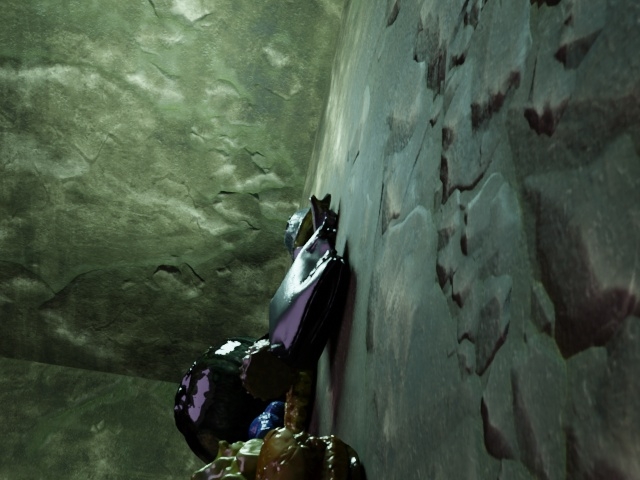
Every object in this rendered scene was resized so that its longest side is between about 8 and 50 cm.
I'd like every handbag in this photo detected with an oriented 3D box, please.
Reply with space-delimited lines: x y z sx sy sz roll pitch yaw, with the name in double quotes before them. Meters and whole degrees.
"handbag" -0.020 0.126 1.645 0.342 0.152 0.288 -104 36 -67

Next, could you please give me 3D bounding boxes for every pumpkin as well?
"pumpkin" -0.274 0.548 2.195 0.454 0.344 0.454 -37 -45 -48

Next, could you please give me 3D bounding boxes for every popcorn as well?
"popcorn" -0.148 0.589 1.495 0.334 0.292 0.293 -161 69 -77

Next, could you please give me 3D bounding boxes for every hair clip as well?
"hair clip" 0.000 0.000 1.944 0.106 0.085 0.292 175 99 -81

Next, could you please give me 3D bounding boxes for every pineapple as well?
"pineapple" -0.152 0.349 1.867 0.340 0.169 0.169 -176 97 -85

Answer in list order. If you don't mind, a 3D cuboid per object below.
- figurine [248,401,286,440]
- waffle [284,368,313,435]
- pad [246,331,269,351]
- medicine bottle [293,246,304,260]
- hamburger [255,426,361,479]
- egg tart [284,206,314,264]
"figurine" -0.148 0.562 1.953 0.262 0.121 0.164 5 -93 -84
"waffle" -0.055 0.415 1.816 0.229 0.057 0.219 -103 25 -78
"pad" -0.111 0.257 1.957 0.004 0.267 0.181 54 162 9
"medicine bottle" -0.033 0.047 2.013 0.091 0.058 0.058 -1 -75 -52
"hamburger" -0.030 0.443 1.086 0.244 0.163 0.244 -169 90 -82
"egg tart" -0.055 -0.026 2.117 0.234 0.094 0.234 22 -90 -78
